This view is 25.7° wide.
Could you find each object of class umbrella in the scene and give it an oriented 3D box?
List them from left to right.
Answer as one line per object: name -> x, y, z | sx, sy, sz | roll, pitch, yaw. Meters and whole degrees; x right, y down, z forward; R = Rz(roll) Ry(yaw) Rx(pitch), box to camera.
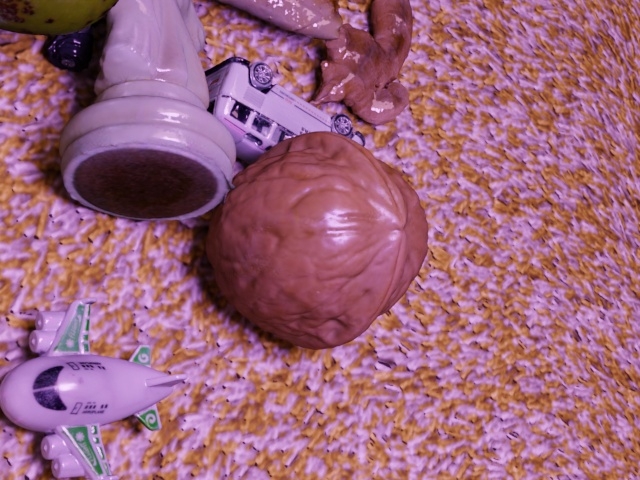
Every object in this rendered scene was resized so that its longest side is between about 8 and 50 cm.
umbrella -> -0.235, -0.259, 1.446 | 0.046, 0.050, 0.188 | 43, 50, -45

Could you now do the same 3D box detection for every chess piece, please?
chess piece -> -0.168, -0.181, 1.404 | 0.176, 0.176, 0.298 | 16, 59, -32

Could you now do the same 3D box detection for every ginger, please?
ginger -> 0.057, -0.227, 1.649 | 0.133, 0.059, 0.214 | 28, 60, -32

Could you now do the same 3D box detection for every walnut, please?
walnut -> 0.000, 0.000, 1.420 | 0.228, 0.228, 0.228 | 14, 66, -33

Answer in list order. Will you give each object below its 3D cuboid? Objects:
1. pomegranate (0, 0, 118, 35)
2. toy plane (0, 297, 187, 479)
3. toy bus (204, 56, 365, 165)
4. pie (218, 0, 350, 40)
pomegranate -> -0.238, -0.285, 1.248 | 0.211, 0.263, 0.211 | -13, 111, -38
toy plane -> -0.214, 0.139, 1.301 | 0.174, 0.080, 0.174 | 12, 68, -31
toy bus -> -0.046, -0.117, 1.519 | 0.194, 0.087, 0.089 | 30, 65, -26
pie -> -0.087, -0.306, 1.556 | 0.282, 0.068, 0.128 | 22, 41, -22
